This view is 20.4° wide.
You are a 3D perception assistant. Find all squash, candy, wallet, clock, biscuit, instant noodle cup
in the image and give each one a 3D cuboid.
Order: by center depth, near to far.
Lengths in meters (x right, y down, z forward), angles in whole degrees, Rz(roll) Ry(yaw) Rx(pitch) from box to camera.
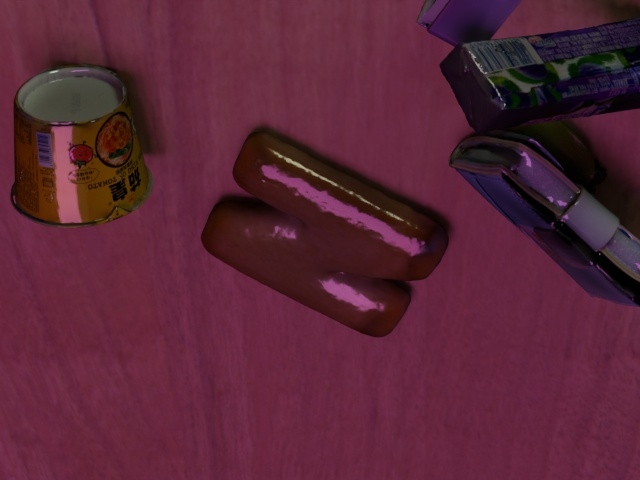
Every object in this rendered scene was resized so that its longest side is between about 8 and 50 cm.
[{"bbox_3d":[0.180,-0.296,1.814,0.073,0.193,0.145,30,137,-8],"label":"clock"},{"bbox_3d":[0.258,-0.172,1.830,0.061,0.312,0.088,-49,62,44],"label":"candy"},{"bbox_3d":[0.262,-0.120,2.050,0.183,0.052,0.052,42,134,-16],"label":"squash"},{"bbox_3d":[0.276,-0.024,2.077,0.250,0.075,0.176,42,172,-18],"label":"wallet"},{"bbox_3d":[-0.304,-0.123,2.219,0.182,0.182,0.144,10,127,15],"label":"instant noodle cup"},{"bbox_3d":[0.000,0.000,2.276,0.290,0.062,0.237,29,137,-3],"label":"biscuit"}]
